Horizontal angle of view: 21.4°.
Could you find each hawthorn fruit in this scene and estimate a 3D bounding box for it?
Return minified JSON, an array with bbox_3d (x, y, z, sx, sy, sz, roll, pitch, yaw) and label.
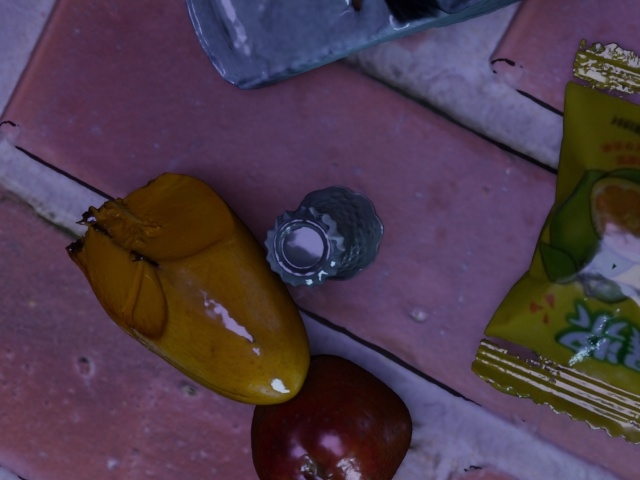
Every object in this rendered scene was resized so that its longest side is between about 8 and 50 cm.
[{"bbox_3d":[0.002,0.162,1.368,0.133,0.138,0.133,1,96,7],"label":"hawthorn fruit"}]

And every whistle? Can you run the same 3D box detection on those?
[{"bbox_3d":[0.067,-0.241,1.296,0.405,0.188,0.168,-22,90,12],"label":"whistle"}]

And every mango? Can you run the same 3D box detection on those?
[{"bbox_3d":[-0.095,0.042,1.350,0.126,0.154,0.252,-33,52,-22],"label":"mango"}]

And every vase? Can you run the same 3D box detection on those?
[{"bbox_3d":[0.000,0.000,1.349,0.081,0.149,0.081,1,95,10],"label":"vase"}]

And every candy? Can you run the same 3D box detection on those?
[{"bbox_3d":[0.246,0.004,1.340,0.187,0.081,0.297,20,88,11],"label":"candy"}]
